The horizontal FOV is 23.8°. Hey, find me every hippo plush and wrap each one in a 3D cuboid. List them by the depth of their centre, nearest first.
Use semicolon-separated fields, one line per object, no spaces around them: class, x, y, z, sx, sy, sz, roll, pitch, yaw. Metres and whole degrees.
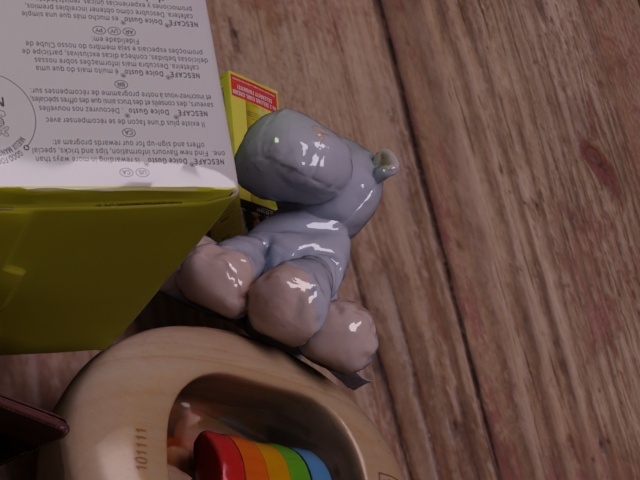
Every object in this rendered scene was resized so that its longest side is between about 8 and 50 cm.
hippo plush;0.000;0.000;1.554;0.294;0.234;0.237;33;79;-42

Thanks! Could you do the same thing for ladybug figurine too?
ladybug figurine;-0.089;0.246;1.439;0.449;0.162;0.305;23;50;-40

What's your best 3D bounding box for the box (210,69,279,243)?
box;-0.085;-0.074;1.741;0.087;0.058;0.232;21;52;-41

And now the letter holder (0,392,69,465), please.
letter holder;-0.354;0.189;1.107;0.301;0.214;0.152;25;50;-40

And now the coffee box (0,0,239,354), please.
coffee box;-0.298;-0.111;1.182;0.338;0.337;0.334;-1;66;-26
